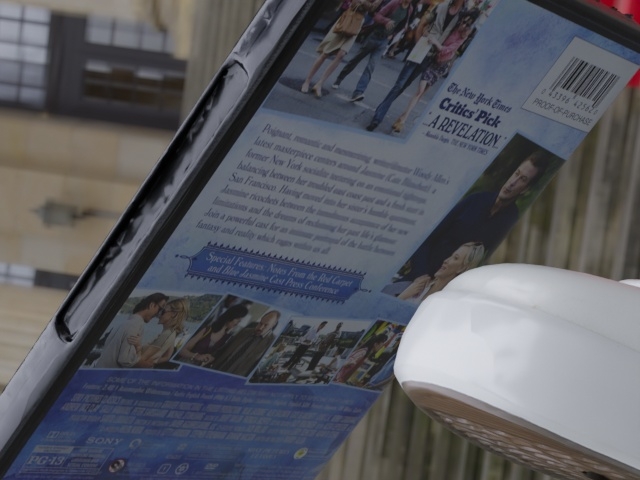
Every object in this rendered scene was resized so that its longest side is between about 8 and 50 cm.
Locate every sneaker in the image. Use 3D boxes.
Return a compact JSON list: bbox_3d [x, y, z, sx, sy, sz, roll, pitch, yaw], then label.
[{"bbox_3d":[0.144,0.026,0.429,0.106,0.290,0.123,7,82,54],"label":"sneaker"}]

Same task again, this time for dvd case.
[{"bbox_3d":[0.000,0.000,0.567,0.180,0.022,0.253,12,-59,-48],"label":"dvd case"}]
